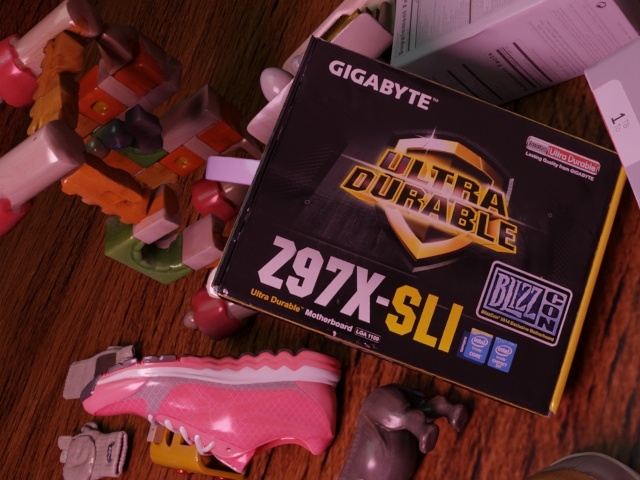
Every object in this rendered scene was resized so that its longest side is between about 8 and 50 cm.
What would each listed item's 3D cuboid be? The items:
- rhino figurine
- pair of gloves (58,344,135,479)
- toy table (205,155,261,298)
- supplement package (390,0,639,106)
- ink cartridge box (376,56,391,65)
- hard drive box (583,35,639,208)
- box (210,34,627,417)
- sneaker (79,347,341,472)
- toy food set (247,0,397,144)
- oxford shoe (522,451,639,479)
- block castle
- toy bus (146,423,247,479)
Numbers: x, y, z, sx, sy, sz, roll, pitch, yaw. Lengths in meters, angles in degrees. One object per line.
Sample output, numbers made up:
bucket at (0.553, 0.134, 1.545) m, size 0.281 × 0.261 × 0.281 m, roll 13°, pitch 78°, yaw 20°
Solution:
rhino figurine at (0.057, 0.261, 0.700) m, size 0.106 × 0.073 × 0.243 m, roll 18°, pitch 84°, yaw 47°
pair of gloves at (-0.387, 0.304, 1.191) m, size 0.204 × 0.042 × 0.240 m, roll -24°, pitch 54°, yaw 34°
toy table at (0.000, 0.000, 0.780) m, size 0.275 × 0.252 × 0.160 m, roll 8°, pitch 93°, yaw 17°
supplement package at (0.216, -0.255, 0.767) m, size 0.244 × 0.134 × 0.138 m, roll -15°, pitch 59°, yaw 42°
ink cartridge box at (0.069, -0.184, 0.948) m, size 0.104 × 0.062 × 0.181 m, roll -39°, pitch 44°, yaw 26°
hard drive box at (0.297, -0.023, 0.469) m, size 0.089 × 0.232 × 0.181 m, roll -30°, pitch 48°, yaw 33°
box at (0.093, -0.012, 0.638) m, size 0.079 × 0.322 × 0.257 m, roll 121°, pitch 170°, yaw -82°
sneaker at (-0.128, 0.204, 0.801) m, size 0.314 × 0.116 × 0.136 m, roll -3°, pitch 72°, yaw -1°
toy food set at (0.001, -0.274, 0.981) m, size 0.220 × 0.092 × 0.306 m, roll -40°, pitch 19°, yaw 25°
oxford shoe at (0.158, 0.375, 0.481) m, size 0.169 × 0.130 × 0.448 m, roll -5°, pitch 67°, yaw 45°
block castle at (-0.246, -0.073, 0.928) m, size 0.213 × 0.453 × 0.302 m, roll -27°, pitch 51°, yaw 26°
toy bus at (-0.183, 0.268, 0.935) m, size 0.202 × 0.104 × 0.191 m, roll -51°, pitch 40°, yaw 13°
